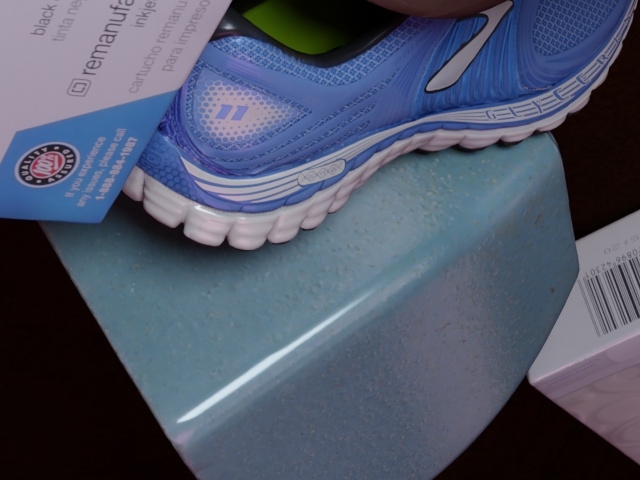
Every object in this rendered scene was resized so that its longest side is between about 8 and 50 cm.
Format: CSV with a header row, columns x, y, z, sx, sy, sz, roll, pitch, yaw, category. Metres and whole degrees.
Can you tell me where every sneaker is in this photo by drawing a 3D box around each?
x,y,z,sx,sy,sz,roll,pitch,yaw,category
0.051,-0.118,0.813,0.330,0.130,0.147,-31,151,-37,sneaker

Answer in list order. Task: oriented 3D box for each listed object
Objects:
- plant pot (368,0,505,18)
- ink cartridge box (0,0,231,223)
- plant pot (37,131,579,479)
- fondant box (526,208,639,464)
x,y,z,sx,sy,sz,roll,pitch,yaw,category
0.081,-0.204,0.646,0.263,0.263,0.229,6,147,-30,plant pot
-0.194,-0.146,0.673,0.270,0.197,0.198,3,144,-28,ink cartridge box
0.000,0.000,0.963,0.252,0.248,0.247,-33,149,-5,plant pot
0.317,0.073,1.337,0.238,0.096,0.330,-27,148,19,fondant box
